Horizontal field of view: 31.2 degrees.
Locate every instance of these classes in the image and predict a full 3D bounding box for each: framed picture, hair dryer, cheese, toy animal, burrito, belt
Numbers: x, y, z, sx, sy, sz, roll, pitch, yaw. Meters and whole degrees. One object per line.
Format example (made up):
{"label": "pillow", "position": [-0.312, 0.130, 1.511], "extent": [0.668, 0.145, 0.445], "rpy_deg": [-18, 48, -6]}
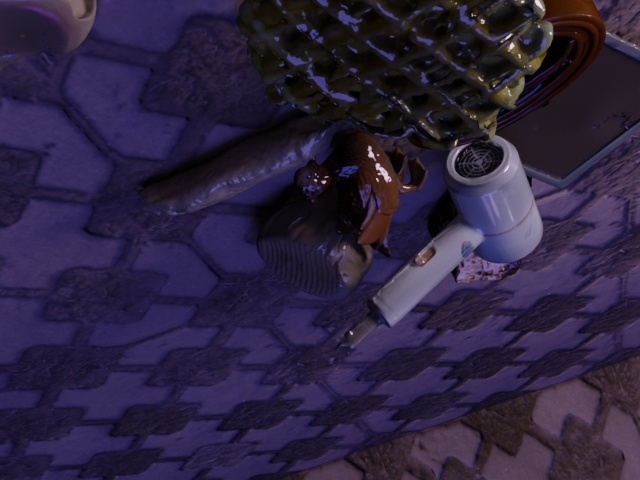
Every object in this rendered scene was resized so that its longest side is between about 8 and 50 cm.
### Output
{"label": "framed picture", "position": [0.337, -0.174, 1.536], "extent": [0.216, 0.016, 0.273], "rpy_deg": [19, 140, -30]}
{"label": "hair dryer", "position": [0.148, 0.027, 1.552], "extent": [0.357, 0.107, 0.173], "rpy_deg": [-44, 137, -12]}
{"label": "cheese", "position": [-0.344, -0.184, 1.017], "extent": [0.286, 0.082, 0.163], "rpy_deg": [-21, 156, 15]}
{"label": "toy animal", "position": [0.049, -0.051, 1.510], "extent": [0.179, 0.089, 0.188], "rpy_deg": [-19, 116, -26]}
{"label": "burrito", "position": [-0.102, -0.088, 1.425], "extent": [0.275, 0.059, 0.082], "rpy_deg": [-23, 171, 12]}
{"label": "belt", "position": [0.196, -0.208, 1.313], "extent": [0.261, 0.105, 0.184], "rpy_deg": [-30, 152, 28]}

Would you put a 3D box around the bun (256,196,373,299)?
{"label": "bun", "position": [0.000, 0.000, 1.621], "extent": [0.166, 0.113, 0.173], "rpy_deg": [36, 153, -16]}

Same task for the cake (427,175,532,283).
{"label": "cake", "position": [0.256, -0.035, 1.704], "extent": [0.112, 0.135, 0.246], "rpy_deg": [-9, 155, -17]}

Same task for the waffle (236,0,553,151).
{"label": "waffle", "position": [0.071, -0.202, 1.150], "extent": [0.317, 0.073, 0.297], "rpy_deg": [6, 144, 0]}
